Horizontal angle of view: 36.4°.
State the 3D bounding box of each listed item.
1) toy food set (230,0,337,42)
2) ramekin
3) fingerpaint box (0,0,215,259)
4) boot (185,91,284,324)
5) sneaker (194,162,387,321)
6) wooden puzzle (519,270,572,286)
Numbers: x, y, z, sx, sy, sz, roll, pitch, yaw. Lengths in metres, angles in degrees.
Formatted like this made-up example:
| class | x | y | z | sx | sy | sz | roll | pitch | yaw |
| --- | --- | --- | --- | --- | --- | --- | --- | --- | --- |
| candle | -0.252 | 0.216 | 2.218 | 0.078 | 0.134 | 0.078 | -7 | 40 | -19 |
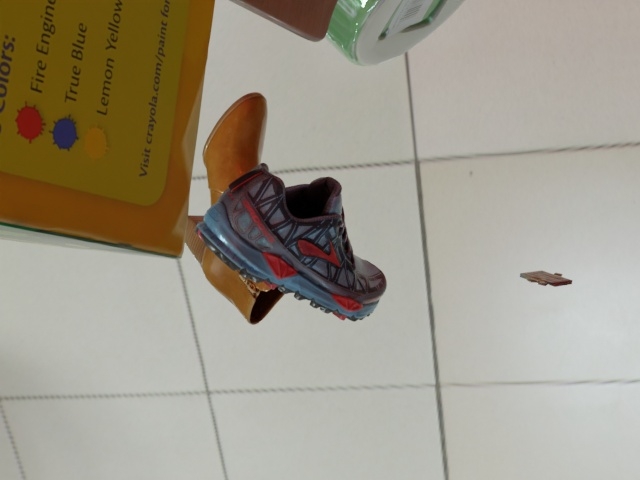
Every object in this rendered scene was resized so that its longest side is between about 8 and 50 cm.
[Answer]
| class | x | y | z | sx | sy | sz | roll | pitch | yaw |
| --- | --- | --- | --- | --- | --- | --- | --- | --- | --- |
| toy food set | 0.006 | -0.284 | 0.816 | 0.220 | 0.092 | 0.306 | 21 | 153 | -32 |
| ramekin | 0.103 | -0.386 | 1.361 | 0.303 | 0.303 | 0.148 | -45 | 75 | 25 |
| fingerpaint box | -0.206 | -0.236 | 0.425 | 0.163 | 0.371 | 0.444 | 4 | 85 | 31 |
| boot | -0.089 | -0.042 | 1.411 | 0.211 | 0.104 | 0.295 | 43 | 123 | 30 |
| sneaker | 0.000 | 0.000 | 1.023 | 0.262 | 0.104 | 0.125 | 24 | 105 | -47 |
| wooden puzzle | 0.294 | 0.050 | 1.269 | 0.049 | 0.083 | 0.006 | 20 | 108 | 45 |
